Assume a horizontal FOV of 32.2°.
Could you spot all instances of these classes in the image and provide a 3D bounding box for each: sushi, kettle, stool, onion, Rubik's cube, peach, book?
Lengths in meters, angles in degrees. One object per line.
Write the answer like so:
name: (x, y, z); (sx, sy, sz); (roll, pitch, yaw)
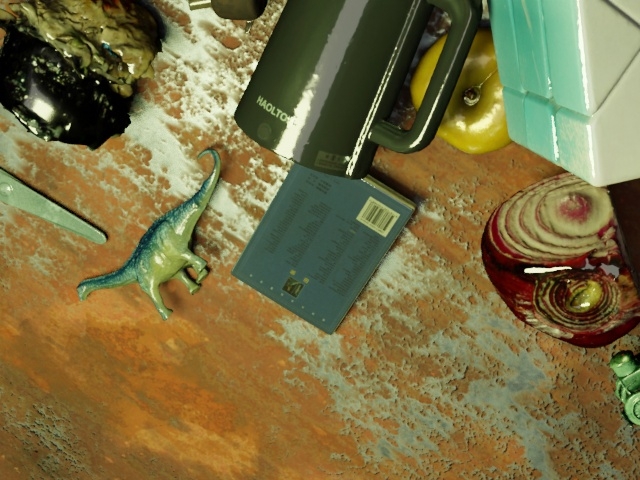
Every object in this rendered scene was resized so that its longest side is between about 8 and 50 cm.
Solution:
sushi: (-0.351, -0.266, 1.592); (0.238, 0.225, 0.219); (26, 106, -33)
kettle: (0.041, -0.251, 1.492); (0.203, 0.262, 0.308); (13, 113, -30)
stool: (-0.123, -0.401, 1.543); (0.121, 0.125, 0.217); (9, 101, 11)
onion: (0.339, 0.041, 1.556); (0.207, 0.216, 0.206); (-10, 128, 20)
Rubik's cube: (0.396, -0.273, 1.327); (0.318, 0.316, 0.322); (-13, 108, -6)
peach: (0.217, -0.210, 1.544); (0.179, 0.103, 0.179); (2, 107, 7)
book: (0.000, 0.000, 1.688); (0.191, 0.025, 0.269); (32, 120, 0)

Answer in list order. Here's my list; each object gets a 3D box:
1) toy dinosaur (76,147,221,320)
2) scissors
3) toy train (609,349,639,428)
toy dinosaur: (-0.240, 0.021, 1.738); (0.147, 0.076, 0.363); (46, 116, 1)
scissors: (-0.541, -0.102, 1.784); (0.447, 0.029, 0.193); (28, 113, 2)
toy train: (0.541, 0.249, 1.633); (0.154, 0.115, 0.269); (-37, 98, 12)
